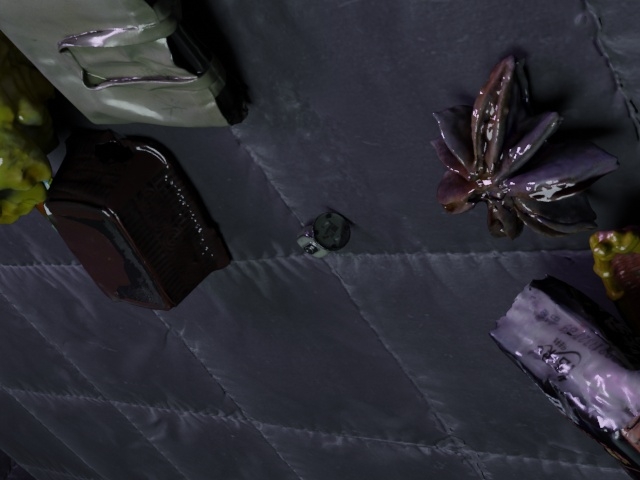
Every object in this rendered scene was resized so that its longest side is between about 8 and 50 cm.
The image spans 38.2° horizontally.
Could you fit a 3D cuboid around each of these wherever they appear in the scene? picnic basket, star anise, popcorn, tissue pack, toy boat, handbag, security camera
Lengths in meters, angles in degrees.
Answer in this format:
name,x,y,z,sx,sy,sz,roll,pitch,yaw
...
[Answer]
name,x,y,z,sx,sy,sz,roll,pitch,yaw
picnic basket,-0.282,-0.013,1.393,0.222,0.129,0.297,8,142,29
star anise,0.201,-0.080,0.958,0.229,0.093,0.236,10,138,39
popcorn,-0.495,-0.145,1.257,0.312,0.312,0.312,21,146,15
tissue pack,0.363,0.197,1.058,0.332,0.123,0.245,42,179,-35
toy boat,0.385,0.075,1.007,0.141,0.099,0.318,-6,135,48
handbag,-0.244,-0.238,1.069,0.253,0.109,0.316,6,152,27
security camera,0.000,0.000,1.261,0.058,0.058,0.092,34,156,-5

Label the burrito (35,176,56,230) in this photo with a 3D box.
name,x,y,z,sx,sy,sz,roll,pitch,yaw
burrito,-0.382,-0.006,1.556,0.104,0.054,0.288,-7,130,41
